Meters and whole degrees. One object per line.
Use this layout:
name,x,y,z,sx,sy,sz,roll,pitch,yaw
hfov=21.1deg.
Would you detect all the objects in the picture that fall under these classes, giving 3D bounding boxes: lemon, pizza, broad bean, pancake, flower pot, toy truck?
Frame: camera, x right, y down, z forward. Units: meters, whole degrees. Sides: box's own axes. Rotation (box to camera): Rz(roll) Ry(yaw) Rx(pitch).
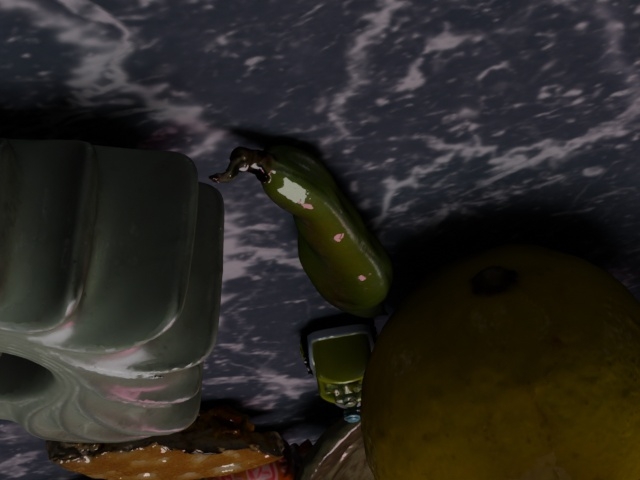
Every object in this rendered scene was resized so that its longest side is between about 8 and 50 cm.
lemon,0.175,0.154,1.481,0.297,0.297,0.297,-8,155,-4
pizza,-0.154,0.204,1.731,0.246,0.058,0.127,-4,156,-14
broad bean,0.003,-0.007,1.353,0.075,0.067,0.325,-13,150,13
pancake,0.073,0.216,1.822,0.236,0.042,0.222,3,133,-44
flower pot,-0.205,0.050,1.272,0.254,0.165,0.367,4,157,-5
toy truck,0.025,0.125,1.613,0.076,0.077,0.111,-11,155,2

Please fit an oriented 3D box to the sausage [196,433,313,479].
sausage,-0.145,0.288,1.841,0.312,0.093,0.093,-26,152,11
